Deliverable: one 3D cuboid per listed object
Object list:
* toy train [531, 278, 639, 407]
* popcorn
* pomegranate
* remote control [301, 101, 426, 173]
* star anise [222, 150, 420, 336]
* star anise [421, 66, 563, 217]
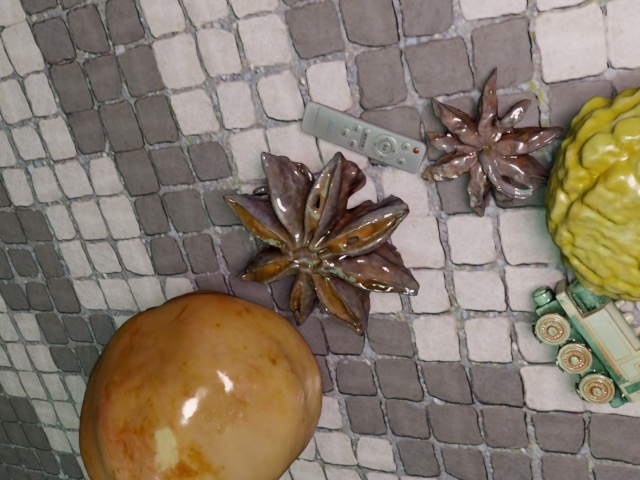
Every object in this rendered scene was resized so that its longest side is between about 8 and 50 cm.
[{"bbox_3d":[0.375,0.132,0.905,0.125,0.081,0.194,-35,93,26],"label":"toy train"},{"bbox_3d":[0.367,-0.033,0.767,0.225,0.174,0.286,-8,120,43],"label":"popcorn"},{"bbox_3d":[-0.192,0.287,1.101,0.411,0.411,0.411,13,120,23],"label":"pomegranate"},{"bbox_3d":[0.062,-0.150,0.962,0.184,0.027,0.050,23,125,11],"label":"remote control"},{"bbox_3d":[0.002,0.000,1.016,0.331,0.117,0.332,13,128,18],"label":"star anise"},{"bbox_3d":[0.209,-0.119,0.871,0.195,0.065,0.182,-28,99,38],"label":"star anise"}]
